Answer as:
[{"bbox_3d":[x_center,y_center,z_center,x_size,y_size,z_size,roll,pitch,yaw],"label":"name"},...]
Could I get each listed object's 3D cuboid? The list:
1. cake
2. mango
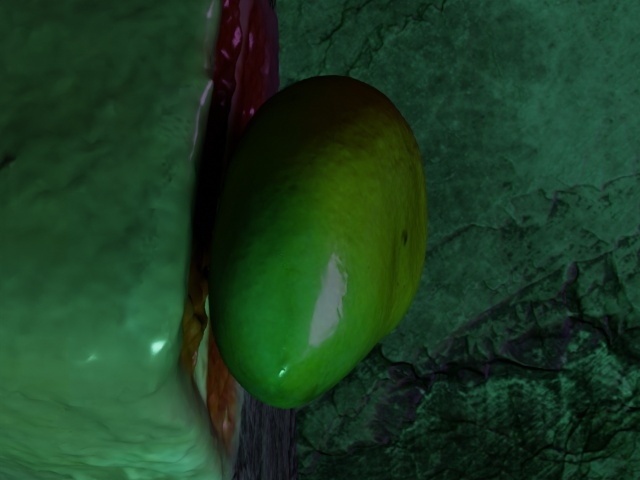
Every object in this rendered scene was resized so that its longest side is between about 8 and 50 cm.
[{"bbox_3d":[-0.145,-0.033,0.859,0.237,0.230,0.309,72,20,-66],"label":"cake"},{"bbox_3d":[0.000,-0.007,0.788,0.237,0.091,0.137,-47,134,-79],"label":"mango"}]
